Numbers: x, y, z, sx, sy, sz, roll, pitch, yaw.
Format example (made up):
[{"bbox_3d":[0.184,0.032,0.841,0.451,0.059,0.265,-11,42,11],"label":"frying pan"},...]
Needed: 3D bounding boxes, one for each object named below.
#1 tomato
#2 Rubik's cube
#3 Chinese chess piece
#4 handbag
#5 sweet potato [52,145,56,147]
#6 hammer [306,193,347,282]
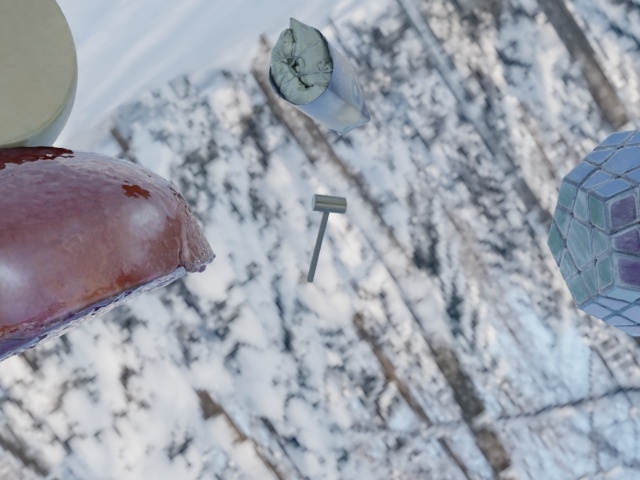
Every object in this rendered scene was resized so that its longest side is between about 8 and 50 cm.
[{"bbox_3d":[-0.247,0.001,1.077,0.289,0.176,0.335,-19,-177,41],"label":"tomato"},{"bbox_3d":[0.488,-0.012,1.820,0.319,0.264,0.319,-24,-155,12],"label":"Rubik's cube"},{"bbox_3d":[-0.366,-0.172,1.205,0.273,0.273,0.102,-39,180,-41],"label":"Chinese chess piece"},{"bbox_3d":[-0.006,-0.218,1.703,0.095,0.117,0.173,-27,159,15],"label":"handbag"},{"bbox_3d":[-0.326,-0.089,1.386,0.095,0.034,0.034,-19,180,-24],"label":"sweet potato"},{"bbox_3d":[0.000,0.000,1.366,0.035,0.110,0.019,5,-150,-14],"label":"hammer"}]
